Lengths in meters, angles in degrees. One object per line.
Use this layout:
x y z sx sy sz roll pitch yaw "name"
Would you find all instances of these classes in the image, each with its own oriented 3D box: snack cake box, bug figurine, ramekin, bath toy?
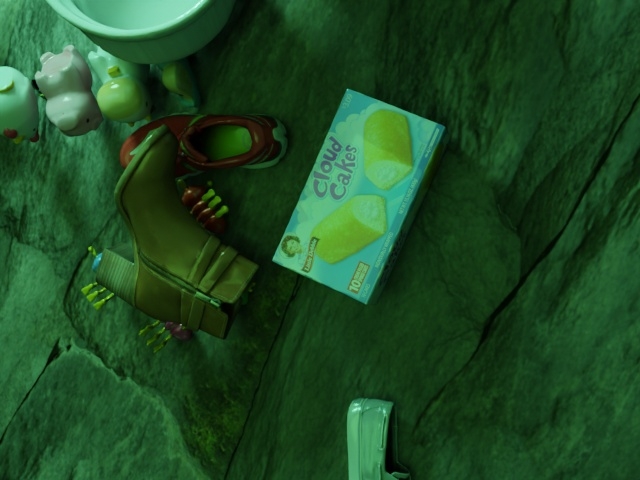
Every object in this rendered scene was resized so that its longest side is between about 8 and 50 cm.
0.059 -0.059 1.172 0.152 0.089 0.264 24 92 14 "snack cake box"
-0.228 0.045 1.314 0.279 0.072 0.216 -34 91 14 "bug figurine"
-0.243 -0.383 1.159 0.277 0.135 0.277 -1 79 3 "ramekin"
-0.367 -0.224 1.296 0.348 0.151 0.129 -12 137 13 "bath toy"

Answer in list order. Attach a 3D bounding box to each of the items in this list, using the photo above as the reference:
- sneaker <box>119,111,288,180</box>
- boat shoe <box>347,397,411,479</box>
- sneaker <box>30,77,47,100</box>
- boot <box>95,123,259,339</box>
-0.191 -0.149 1.255 0.279 0.118 0.107 -7 93 19 "sneaker"
0.091 0.346 1.232 0.081 0.079 0.227 -5 91 24 "boat shoe"
-0.447 -0.239 1.377 0.083 0.035 0.031 42 107 10 "sneaker"
-0.191 -0.004 1.201 0.220 0.109 0.283 24 106 8 "boot"
